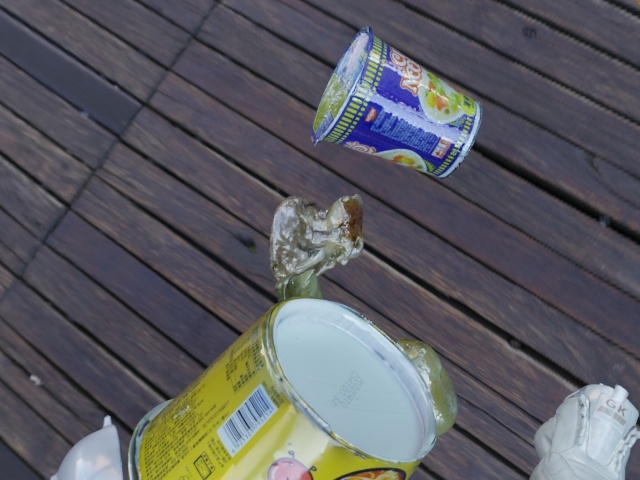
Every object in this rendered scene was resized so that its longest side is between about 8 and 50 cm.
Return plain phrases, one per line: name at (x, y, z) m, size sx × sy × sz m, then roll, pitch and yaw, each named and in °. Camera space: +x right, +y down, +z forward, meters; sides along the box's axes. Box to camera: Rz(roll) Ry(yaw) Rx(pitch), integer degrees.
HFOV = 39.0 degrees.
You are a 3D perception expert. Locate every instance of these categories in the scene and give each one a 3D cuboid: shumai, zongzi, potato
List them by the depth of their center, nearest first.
zongzi at (-0.006, 0.087, 1.156) m, size 0.052 × 0.113 × 0.104 m, roll -35°, pitch 97°, yaw -27°
shumai at (0.000, 0.000, 1.579) m, size 0.152 × 0.209 × 0.161 m, roll 0°, pitch 66°, yaw 17°
potato at (0.184, 0.277, 1.722) m, size 0.157 × 0.194 × 0.157 m, roll -9°, pitch 29°, yaw 5°

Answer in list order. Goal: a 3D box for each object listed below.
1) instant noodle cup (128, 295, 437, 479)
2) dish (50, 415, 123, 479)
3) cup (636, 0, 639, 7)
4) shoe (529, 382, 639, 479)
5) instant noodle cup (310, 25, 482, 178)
instant noodle cup at (-0.017, 0.135, 0.617) m, size 0.182 × 0.182 × 0.144 m, roll 50°, pitch 117°, yaw 22°
dish at (-0.298, 0.350, 1.143) m, size 0.086 × 0.228 × 0.236 m, roll -1°, pitch 29°, yaw -17°
cup at (0.535, -0.333, 1.251) m, size 0.196 × 0.279 × 0.196 m, roll -22°, pitch 54°, yaw 35°
shoe at (0.368, 0.271, 1.213) m, size 0.124 × 0.316 × 0.159 m, roll 31°, pitch 100°, yaw 4°
instant noodle cup at (0.177, -0.283, 2.018) m, size 0.312 × 0.284 × 0.284 m, roll 23°, pitch 82°, yaw -13°
